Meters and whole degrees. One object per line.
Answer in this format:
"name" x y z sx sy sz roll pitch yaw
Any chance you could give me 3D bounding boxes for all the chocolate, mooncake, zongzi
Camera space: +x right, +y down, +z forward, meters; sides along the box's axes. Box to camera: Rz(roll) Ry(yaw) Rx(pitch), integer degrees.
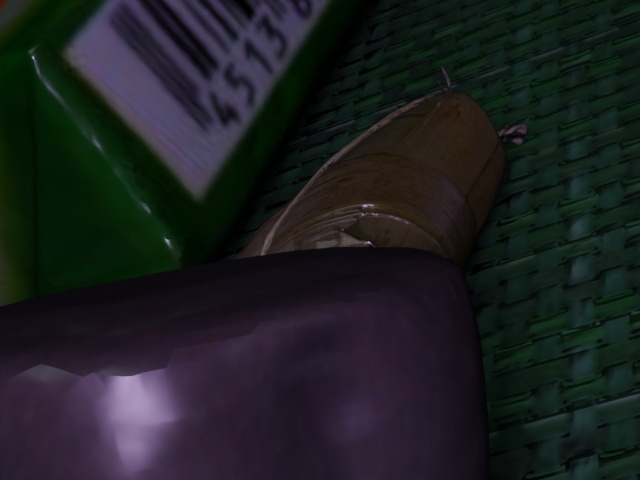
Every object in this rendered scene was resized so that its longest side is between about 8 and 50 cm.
"chocolate" -0.158 -0.119 1.008 0.341 0.161 0.360 -8 39 38
"mooncake" -0.052 0.073 0.609 0.245 0.133 0.245 -7 10 1
"zongzi" 0.000 0.000 0.805 0.178 0.081 0.189 -21 26 35
